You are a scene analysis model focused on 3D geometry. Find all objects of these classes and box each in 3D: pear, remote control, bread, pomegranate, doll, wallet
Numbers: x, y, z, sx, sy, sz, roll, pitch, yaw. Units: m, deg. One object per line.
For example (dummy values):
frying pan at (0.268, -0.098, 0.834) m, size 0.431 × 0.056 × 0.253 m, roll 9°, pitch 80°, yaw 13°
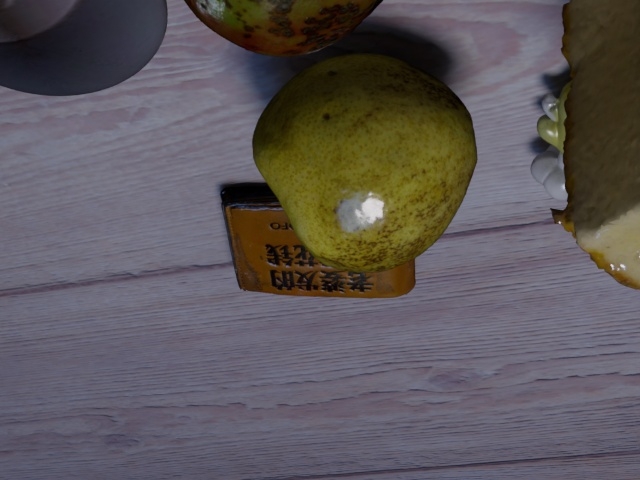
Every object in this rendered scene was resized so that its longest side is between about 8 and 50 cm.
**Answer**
pear at (0.045, -0.073, 1.363) m, size 0.197 × 0.197 × 0.197 m, roll 5°, pitch 145°, yaw 3°
remote control at (-0.260, -0.232, 1.258) m, size 0.221 × 0.104 × 0.332 m, roll -9°, pitch 144°, yaw 25°
bread at (0.351, -0.081, 1.224) m, size 0.279 × 0.279 × 0.207 m, roll 30°, pitch 137°, yaw -27°
pomegranate at (-0.014, -0.238, 1.163) m, size 0.198 × 0.198 × 0.246 m, roll -19°, pitch 178°, yaw 33°
doll at (0.244, -0.093, 1.408) m, size 0.106 × 0.062 × 0.162 m, roll 11°, pitch 145°, yaw 1°
wallet at (0.000, 0.003, 1.603) m, size 0.195 × 0.042 × 0.161 m, roll 2°, pitch 145°, yaw 8°
